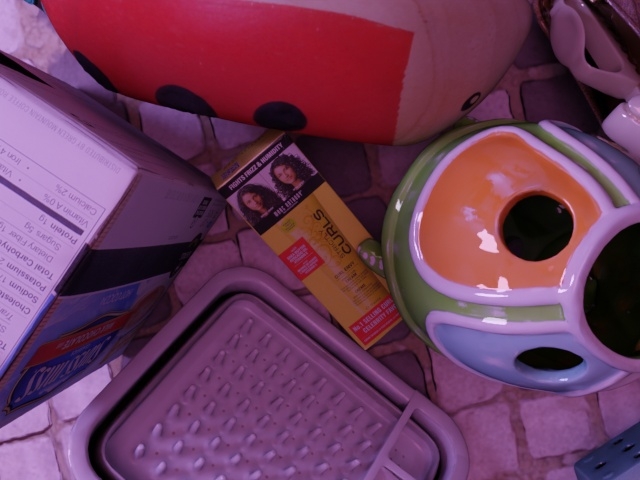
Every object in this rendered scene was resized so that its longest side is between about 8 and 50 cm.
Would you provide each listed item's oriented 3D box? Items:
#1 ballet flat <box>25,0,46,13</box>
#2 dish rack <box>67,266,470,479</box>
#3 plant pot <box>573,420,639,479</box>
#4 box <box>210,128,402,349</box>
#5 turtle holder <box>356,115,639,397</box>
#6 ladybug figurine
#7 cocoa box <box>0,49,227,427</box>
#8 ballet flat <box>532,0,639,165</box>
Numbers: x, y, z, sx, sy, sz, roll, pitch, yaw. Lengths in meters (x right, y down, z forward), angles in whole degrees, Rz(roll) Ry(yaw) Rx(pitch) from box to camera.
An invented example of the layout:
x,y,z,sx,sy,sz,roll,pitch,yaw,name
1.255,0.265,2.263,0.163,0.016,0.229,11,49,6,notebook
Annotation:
x,y,z,sx,sy,sz,roll,pitch,yaw,name
-0.287,-0.276,0.742,0.213,0.072,0.068,42,65,1,ballet flat
-0.040,0.210,0.667,0.333,0.072,0.285,39,51,1,dish rack
0.369,0.299,0.666,0.166,0.166,0.234,-34,81,2,plant pot
0.000,0.000,0.683,0.087,0.058,0.232,-39,114,2,box
0.210,0.043,0.615,0.243,0.227,0.320,-34,112,-13,turtle holder
-0.048,-0.188,0.616,0.450,0.305,0.161,12,105,6,ladybug figurine
-0.257,-0.017,0.593,0.232,0.347,0.227,34,92,1,cocoa box
0.289,-0.135,0.647,0.106,0.107,0.315,-4,59,-32,ballet flat
